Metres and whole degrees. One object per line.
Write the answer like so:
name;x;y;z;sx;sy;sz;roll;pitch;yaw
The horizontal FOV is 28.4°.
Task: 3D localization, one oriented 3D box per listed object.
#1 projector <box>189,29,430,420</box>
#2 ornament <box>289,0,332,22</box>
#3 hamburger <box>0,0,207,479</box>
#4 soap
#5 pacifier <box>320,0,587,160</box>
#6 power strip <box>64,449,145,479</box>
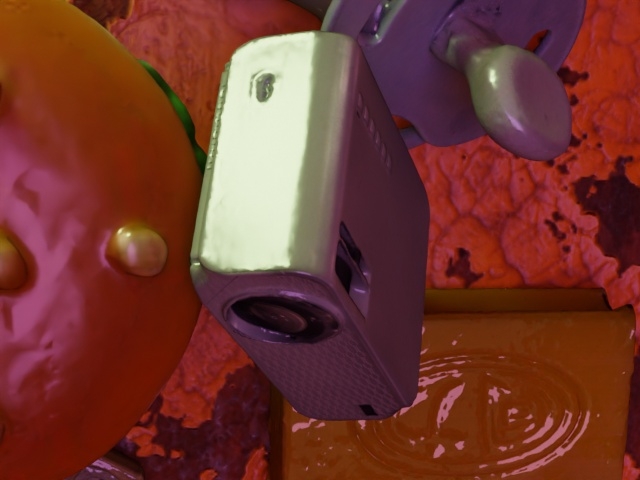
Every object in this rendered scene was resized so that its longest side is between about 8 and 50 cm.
projector;0.000;0.000;0.938;0.108;0.250;0.198;-4;60;18
ornament;-0.041;-0.225;1.034;0.156;0.081;0.075;21;84;-18
hamburger;-0.265;-0.014;0.906;0.395;0.277;0.396;-1;94;-16
soap;0.117;0.147;1.127;0.324;0.096;0.204;-1;101;-11
pacifier;0.124;-0.129;1.002;0.279;0.207;0.227;12;119;-47
power strip;-0.281;0.166;1.081;0.305;0.044;0.064;30;95;-15
